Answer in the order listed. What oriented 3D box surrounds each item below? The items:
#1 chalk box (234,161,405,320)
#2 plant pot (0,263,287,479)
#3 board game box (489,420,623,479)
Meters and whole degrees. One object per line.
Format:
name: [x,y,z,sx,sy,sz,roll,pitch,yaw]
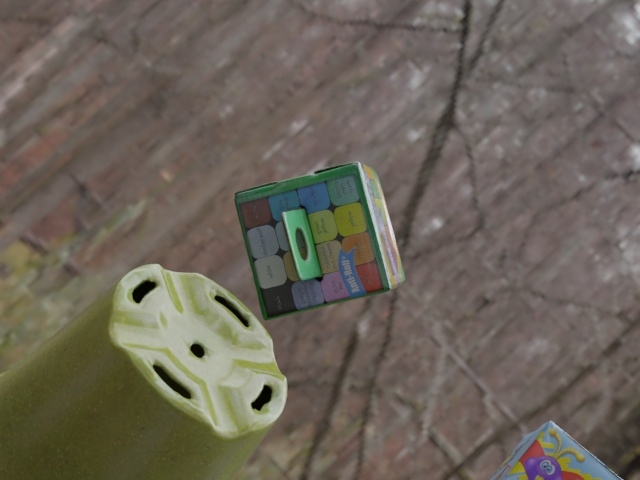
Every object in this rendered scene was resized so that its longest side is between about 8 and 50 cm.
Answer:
chalk box: [0.000,0.000,1.399,0.213,0.132,0.132,-11,87,-83]
plant pot: [-0.173,0.166,1.250,0.276,0.254,0.276,30,32,-22]
board game box: [0.147,0.303,1.150,0.142,0.275,0.144,39,-10,8]
